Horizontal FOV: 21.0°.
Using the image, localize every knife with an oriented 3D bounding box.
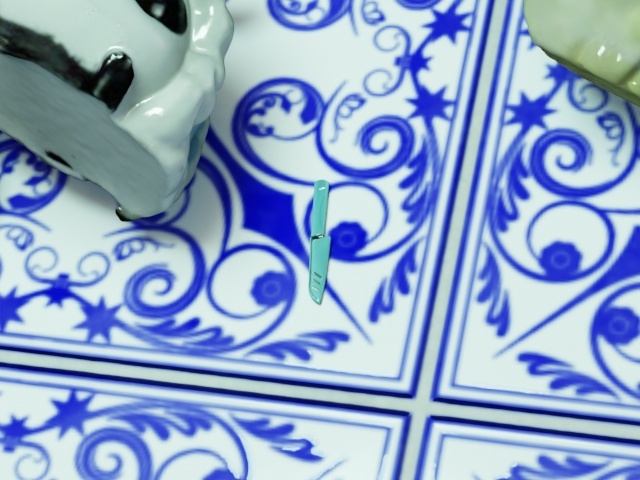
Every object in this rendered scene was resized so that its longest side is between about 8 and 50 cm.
[{"bbox_3d":[0.000,0.000,1.104,0.014,0.005,0.091,-3,60,12],"label":"knife"}]

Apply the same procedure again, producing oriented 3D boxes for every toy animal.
[{"bbox_3d":[-0.143,-0.134,1.086,0.208,0.204,0.156,32,65,4],"label":"toy animal"}]

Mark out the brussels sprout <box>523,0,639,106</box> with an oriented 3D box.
[{"bbox_3d":[0.231,-0.239,1.072,0.317,0.242,0.273,-39,92,-6],"label":"brussels sprout"}]
